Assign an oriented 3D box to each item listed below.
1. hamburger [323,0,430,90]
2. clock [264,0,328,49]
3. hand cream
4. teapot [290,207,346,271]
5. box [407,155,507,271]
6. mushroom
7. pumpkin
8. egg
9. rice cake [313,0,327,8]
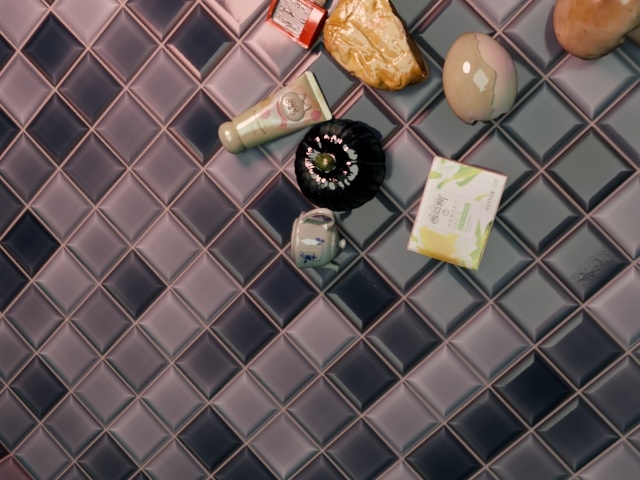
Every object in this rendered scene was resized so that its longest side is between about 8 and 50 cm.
[{"bbox_3d":[0.120,-0.518,1.762,0.208,0.162,0.330,-27,93,17],"label":"hamburger"},{"bbox_3d":[-0.064,-0.602,1.843,0.155,0.061,0.113,35,116,11],"label":"clock"},{"bbox_3d":[-0.132,-0.336,1.891,0.305,0.093,0.147,-25,91,6],"label":"hand cream"},{"bbox_3d":[0.000,0.000,1.861,0.158,0.159,0.232,9,137,12],"label":"teapot"},{"bbox_3d":[0.357,-0.073,1.793,0.194,0.111,0.261,17,103,11],"label":"box"},{"bbox_3d":[0.707,-0.545,1.581,0.289,0.292,0.293,19,102,-8],"label":"mushroom"},{"bbox_3d":[0.039,-0.199,1.781,0.247,0.248,0.248,2,98,13],"label":"pumpkin"},{"bbox_3d":[0.392,-0.408,1.699,0.182,0.183,0.217,-14,104,14],"label":"egg"},{"bbox_3d":[0.031,-0.745,1.809,0.057,0.052,0.256,18,102,-17],"label":"rice cake"}]
